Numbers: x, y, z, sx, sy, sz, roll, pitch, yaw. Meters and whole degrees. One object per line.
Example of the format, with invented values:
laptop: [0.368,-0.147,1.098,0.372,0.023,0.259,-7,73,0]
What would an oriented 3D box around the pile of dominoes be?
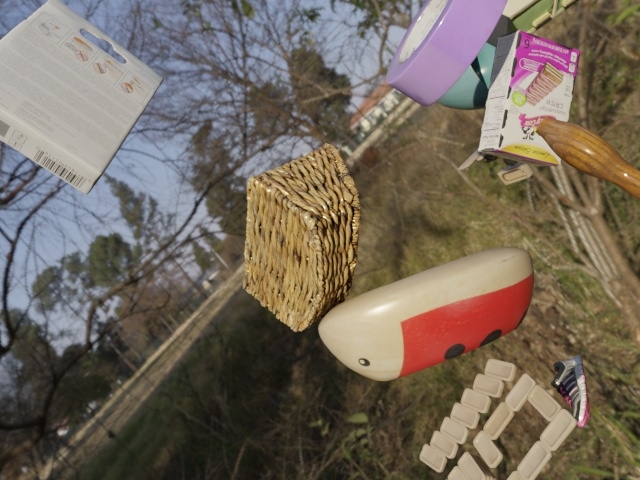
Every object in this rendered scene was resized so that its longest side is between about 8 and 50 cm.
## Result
pile of dominoes: [0.273,0.319,0.927,0.251,0.040,0.196,-58,27,12]

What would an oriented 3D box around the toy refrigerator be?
toy refrigerator: [0.513,-0.572,1.413,0.269,0.094,0.102,-37,-34,-13]

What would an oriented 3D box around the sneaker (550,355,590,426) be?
sneaker: [0.566,0.343,1.344,0.074,0.063,0.170,-10,47,25]

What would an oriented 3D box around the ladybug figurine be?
ladybug figurine: [0.220,0.138,1.112,0.449,0.162,0.305,-18,-9,-14]

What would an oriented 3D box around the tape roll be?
tape roll: [0.237,-0.398,1.127,0.275,0.090,0.275,-56,14,21]

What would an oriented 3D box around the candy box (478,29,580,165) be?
candy box: [0.415,-0.276,1.175,0.071,0.159,0.233,-165,83,-68]

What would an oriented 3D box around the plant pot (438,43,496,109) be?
plant pot: [0.459,-0.535,1.894,0.195,0.290,0.290,-26,11,43]

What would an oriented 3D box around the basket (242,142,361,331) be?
basket: [0.000,0.000,1.144,0.223,0.213,0.299,-29,-39,-38]

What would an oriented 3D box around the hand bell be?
hand bell: [0.317,-0.050,0.575,0.126,0.242,0.126,-38,-25,-21]

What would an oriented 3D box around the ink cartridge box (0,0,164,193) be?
ink cartridge box: [-0.555,-0.329,1.303,0.091,0.308,0.385,-36,28,39]

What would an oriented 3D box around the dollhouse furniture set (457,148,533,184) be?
dollhouse furniture set: [0.566,-0.226,1.916,0.123,0.151,0.144,-42,9,-23]
